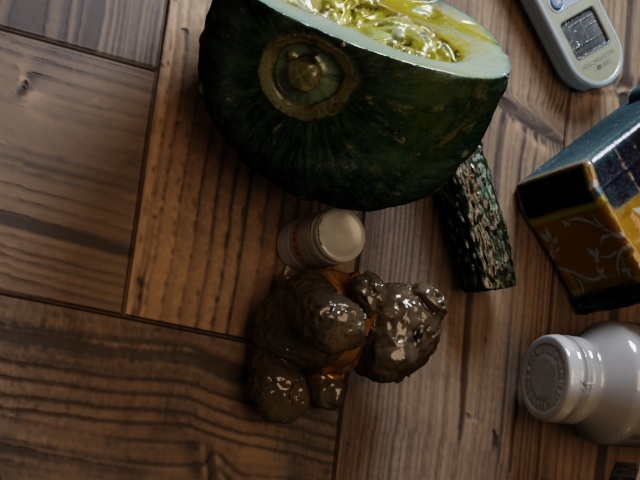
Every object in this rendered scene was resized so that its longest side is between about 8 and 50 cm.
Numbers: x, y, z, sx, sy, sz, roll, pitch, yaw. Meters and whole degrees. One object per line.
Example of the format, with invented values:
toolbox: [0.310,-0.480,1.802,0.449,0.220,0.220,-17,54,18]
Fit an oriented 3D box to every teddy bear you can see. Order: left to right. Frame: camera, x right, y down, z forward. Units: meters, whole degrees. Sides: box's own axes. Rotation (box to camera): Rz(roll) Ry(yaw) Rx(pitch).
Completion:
teddy bear: [0.030,0.090,1.705,0.190,0.177,0.140,8,41,-25]

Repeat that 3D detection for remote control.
remote control: [0.262,-0.280,1.947,0.087,0.047,0.244,-32,97,-33]

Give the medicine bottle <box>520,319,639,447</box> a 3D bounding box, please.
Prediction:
medicine bottle: [0.327,0.155,1.861,0.215,0.135,0.135,7,79,-28]

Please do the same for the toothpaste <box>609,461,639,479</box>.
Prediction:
toothpaste: [0.409,0.309,1.933,0.196,0.047,0.040,33,71,-21]

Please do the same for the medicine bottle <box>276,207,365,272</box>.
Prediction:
medicine bottle: [0.000,0.000,1.729,0.057,0.089,0.057,5,80,-28]

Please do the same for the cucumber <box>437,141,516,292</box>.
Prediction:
cucumber: [0.144,-0.086,1.840,0.067,0.067,0.293,-15,89,-30]

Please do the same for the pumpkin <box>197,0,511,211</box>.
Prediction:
pumpkin: [0.018,-0.145,1.690,0.293,0.197,0.263,24,26,1]

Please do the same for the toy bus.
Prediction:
toy bus: [0.393,-0.076,1.923,0.323,0.162,0.194,-36,97,-27]
